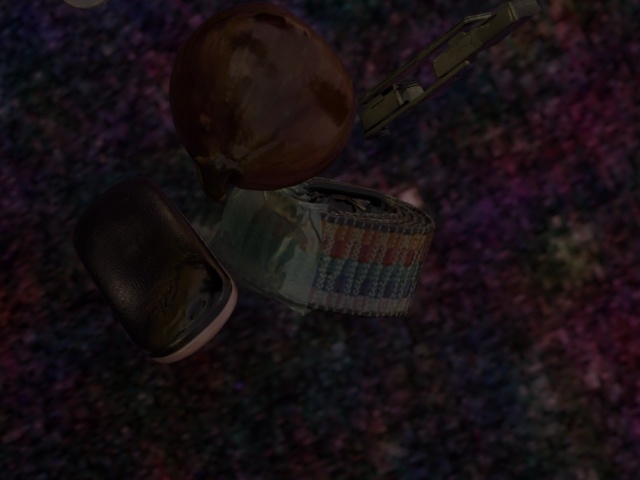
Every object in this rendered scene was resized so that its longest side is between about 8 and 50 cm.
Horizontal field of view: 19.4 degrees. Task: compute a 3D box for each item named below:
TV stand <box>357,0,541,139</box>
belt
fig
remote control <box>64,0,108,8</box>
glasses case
[{"bbox_3d":[0.116,-0.165,1.752,0.036,0.249,0.042,-14,77,-38],"label":"TV stand"},{"bbox_3d":[0.000,0.000,2.173,0.257,0.207,0.150,9,103,-26],"label":"belt"},{"bbox_3d":[-0.065,-0.129,1.863,0.205,0.205,0.205,23,54,-36],"label":"fig"},{"bbox_3d":[-0.211,-0.360,1.996,0.077,0.245,0.022,27,8,-21],"label":"remote control"},{"bbox_3d":[-0.181,0.026,1.995,0.075,0.122,0.314,48,0,-36],"label":"glasses case"}]
